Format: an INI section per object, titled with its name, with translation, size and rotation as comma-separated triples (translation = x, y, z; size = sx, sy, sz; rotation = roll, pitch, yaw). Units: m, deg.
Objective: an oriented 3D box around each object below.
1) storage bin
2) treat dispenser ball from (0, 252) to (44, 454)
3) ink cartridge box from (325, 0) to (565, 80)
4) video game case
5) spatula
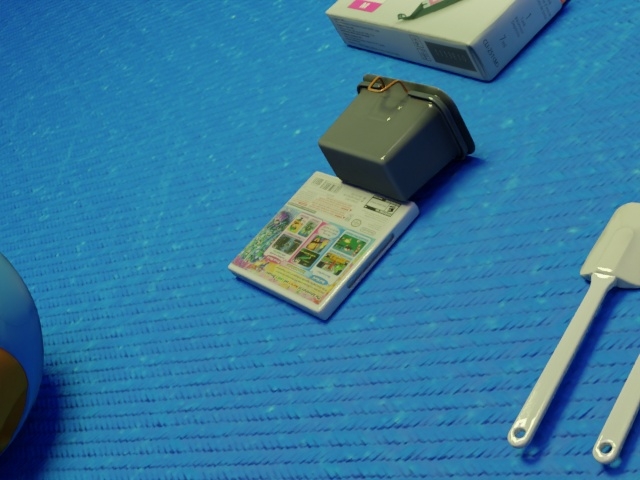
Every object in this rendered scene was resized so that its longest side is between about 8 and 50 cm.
[storage bin]
translation = 0.064, -0.100, 0.977
size = 0.091, 0.098, 0.135
rotation = -46, 37, -18
[treat dispenser ball]
translation = -0.417, 0.112, 0.971
size = 0.288, 0.288, 0.288
rotation = -22, 37, 18
[ink cartridge box]
translation = 0.172, -0.302, 1.160
size = 0.239, 0.060, 0.275
rotation = -46, 36, -12
[video game case]
translation = 0.000, 0.000, 0.990
size = 0.143, 0.019, 0.157
rotation = -48, 38, -16
[spatula]
translation = 0.240, 0.067, 0.718
size = 0.168, 0.019, 0.242
rotation = 12, 58, 40
